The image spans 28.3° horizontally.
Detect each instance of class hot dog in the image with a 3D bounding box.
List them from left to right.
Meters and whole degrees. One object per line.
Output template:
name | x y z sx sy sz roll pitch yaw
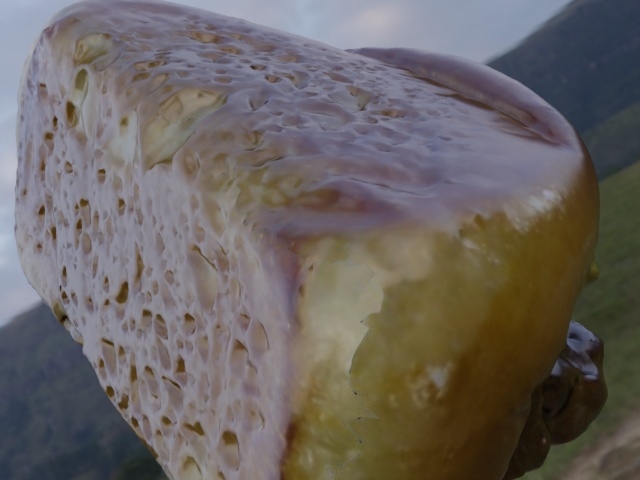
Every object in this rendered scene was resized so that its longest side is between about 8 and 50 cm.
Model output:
hot dog | -0.001 0.002 0.641 0.223 0.405 0.185 -7 -62 -29
